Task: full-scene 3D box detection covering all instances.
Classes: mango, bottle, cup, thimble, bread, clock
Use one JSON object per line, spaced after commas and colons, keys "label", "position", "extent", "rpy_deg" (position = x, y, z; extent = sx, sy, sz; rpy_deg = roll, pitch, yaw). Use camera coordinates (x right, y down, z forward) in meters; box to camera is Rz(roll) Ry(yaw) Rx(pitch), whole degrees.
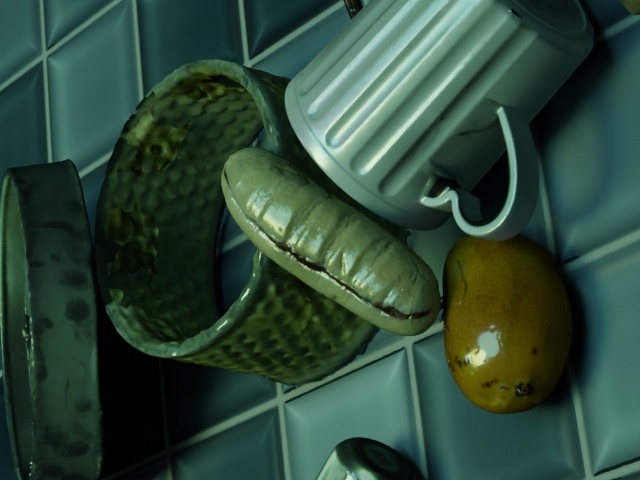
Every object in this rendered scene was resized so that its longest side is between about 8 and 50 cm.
{"label": "mango", "position": [0.136, 0.053, 1.464], "extent": [0.105, 0.084, 0.159], "rpy_deg": [-36, 54, 32]}
{"label": "bottle", "position": [-0.002, 0.282, 1.575], "extent": [0.096, 0.079, 0.254], "rpy_deg": [34, 108, 9]}
{"label": "cup", "position": [0.113, -0.114, 1.499], "extent": [0.221, 0.167, 0.202], "rpy_deg": [47, 118, 8]}
{"label": "thimble", "position": [-0.065, -0.015, 1.668], "extent": [0.271, 0.150, 0.271], "rpy_deg": [-17, 67, 46]}
{"label": "bread", "position": [0.001, 0.000, 1.480], "extent": [0.214, 0.053, 0.073], "rpy_deg": [37, 99, 20]}
{"label": "clock", "position": [-0.257, 0.085, 1.820], "extent": [0.325, 0.067, 0.325], "rpy_deg": [177, 90, -76]}

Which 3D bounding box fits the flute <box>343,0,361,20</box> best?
{"label": "flute", "position": [0.029, -0.206, 1.716], "extent": [0.014, 0.014, 0.269], "rpy_deg": [-45, 49, 33]}

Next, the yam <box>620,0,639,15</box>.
{"label": "yam", "position": [0.311, -0.244, 1.366], "extent": [0.264, 0.046, 0.046], "rpy_deg": [-37, 53, 39]}
